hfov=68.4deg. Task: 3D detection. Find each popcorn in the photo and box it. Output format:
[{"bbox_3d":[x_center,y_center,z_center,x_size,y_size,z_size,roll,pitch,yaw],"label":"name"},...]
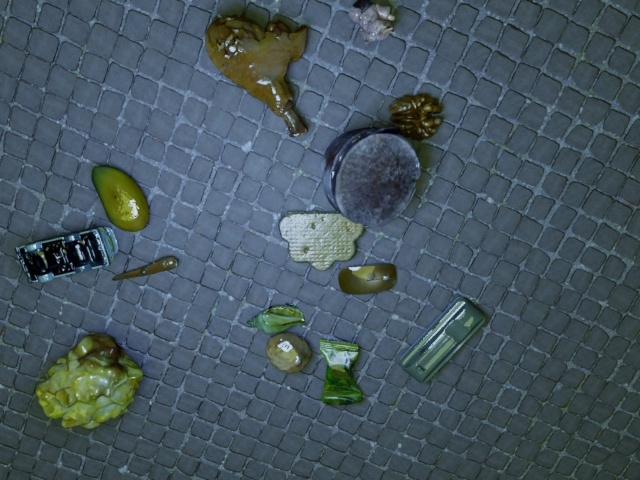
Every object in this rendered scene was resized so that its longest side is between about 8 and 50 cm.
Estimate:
[{"bbox_3d":[-0.782,0.485,1.579,0.311,0.312,0.313,0,104,1],"label":"popcorn"}]

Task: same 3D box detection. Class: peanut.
[{"bbox_3d":[-0.115,0.388,1.640,0.159,0.109,0.141,37,91,5],"label":"peanut"}]

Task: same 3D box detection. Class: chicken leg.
[{"bbox_3d":[-0.131,-0.511,1.405,0.295,0.182,0.409,-37,105,-8],"label":"chicken leg"}]

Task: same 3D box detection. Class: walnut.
[{"bbox_3d":[0.299,-0.383,1.466,0.170,0.069,0.143,-5,102,-1],"label":"walnut"}]

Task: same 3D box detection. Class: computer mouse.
[{"bbox_3d":[0.160,0.130,1.605,0.198,0.045,0.102,-5,106,2],"label":"computer mouse"}]

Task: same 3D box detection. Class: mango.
[{"bbox_3d":[-0.643,-0.139,1.526,0.137,0.091,0.238,-20,103,-1],"label":"mango"}]

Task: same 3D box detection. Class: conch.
[{"bbox_3d":[-0.156,0.272,1.629,0.200,0.079,0.095,-15,90,-13],"label":"conch"}]

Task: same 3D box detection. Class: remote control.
[{"bbox_3d":[0.426,0.353,1.645,0.128,0.065,0.335,38,101,-5],"label":"remote control"}]

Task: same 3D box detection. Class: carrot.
[{"bbox_3d":[-0.602,0.102,1.612,0.254,0.049,0.049,-17,103,9],"label":"carrot"}]

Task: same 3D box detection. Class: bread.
[{"bbox_3d":[0.000,0.000,1.568,0.286,0.056,0.208,3,101,0],"label":"bread"}]

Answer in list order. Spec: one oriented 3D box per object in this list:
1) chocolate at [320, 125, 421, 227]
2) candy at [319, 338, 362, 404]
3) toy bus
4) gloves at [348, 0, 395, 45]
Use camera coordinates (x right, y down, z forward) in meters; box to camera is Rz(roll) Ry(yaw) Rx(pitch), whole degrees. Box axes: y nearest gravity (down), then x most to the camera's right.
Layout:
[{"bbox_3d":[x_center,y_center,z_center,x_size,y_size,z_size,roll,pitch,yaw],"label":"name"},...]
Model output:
[{"bbox_3d":[0.126,-0.211,1.436,0.303,0.213,0.304,-10,115,-23],"label":"chocolate"},{"bbox_3d":[0.072,0.466,1.676,0.148,0.069,0.247,-1,109,6],"label":"candy"},{"bbox_3d":[-0.807,0.035,1.532,0.275,0.165,0.134,-12,104,3],"label":"toy bus"},{"bbox_3d":[0.151,-0.647,1.392,0.110,0.094,0.144,-24,80,-18],"label":"gloves"}]
